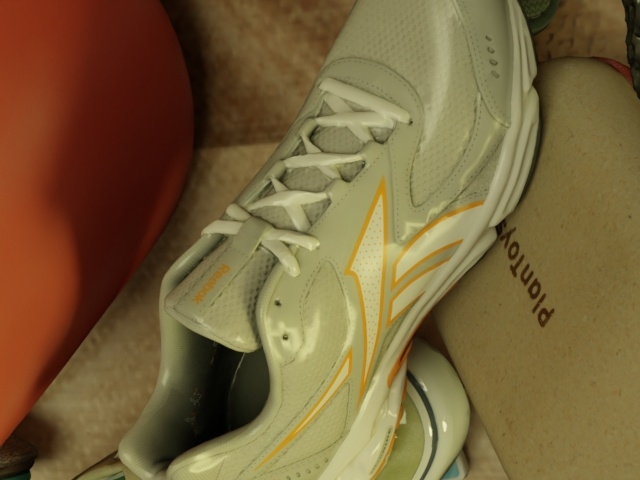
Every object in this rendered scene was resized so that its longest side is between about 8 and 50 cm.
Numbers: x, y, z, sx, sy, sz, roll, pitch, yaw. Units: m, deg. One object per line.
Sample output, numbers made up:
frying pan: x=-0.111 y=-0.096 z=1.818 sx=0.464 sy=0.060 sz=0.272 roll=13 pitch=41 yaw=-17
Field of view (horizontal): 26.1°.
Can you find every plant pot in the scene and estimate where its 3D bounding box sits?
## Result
plant pot: x=-0.210 y=-0.011 z=0.640 sx=0.275 sy=0.243 sz=0.275 roll=4 pitch=125 yaw=6

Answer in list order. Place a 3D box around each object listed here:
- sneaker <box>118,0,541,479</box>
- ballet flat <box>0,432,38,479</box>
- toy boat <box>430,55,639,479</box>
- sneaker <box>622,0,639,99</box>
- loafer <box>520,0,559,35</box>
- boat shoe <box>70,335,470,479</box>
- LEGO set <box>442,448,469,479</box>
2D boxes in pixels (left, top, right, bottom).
sneaker: x=0.000 y=0.000 z=0.561 sx=0.099 sy=0.121 sz=0.262 roll=27 pitch=104 yaw=37
ballet flat: x=-0.313 y=0.122 z=0.847 sx=0.316 sy=0.107 sz=0.106 roll=-14 pitch=86 yaw=25
toy boat: x=0.149 y=0.034 z=0.592 sx=0.151 sy=0.151 sz=0.231 roll=-60 pitch=33 yaw=31
sneaker: x=0.210 y=-0.191 z=0.464 sx=0.182 sy=0.158 sz=0.410 roll=13 pitch=86 yaw=16
loafer: x=0.037 y=-0.210 z=0.635 sx=0.084 sy=0.096 sz=0.268 roll=-19 pitch=84 yaw=46
boat shoe: x=-0.057 y=0.137 z=0.712 sx=0.302 sy=0.094 sz=0.109 roll=-31 pitch=84 yaw=34
LEGO set: x=0.121 y=0.154 z=0.673 sx=0.244 sy=0.060 sz=0.182 roll=-14 pitch=97 yaw=26
